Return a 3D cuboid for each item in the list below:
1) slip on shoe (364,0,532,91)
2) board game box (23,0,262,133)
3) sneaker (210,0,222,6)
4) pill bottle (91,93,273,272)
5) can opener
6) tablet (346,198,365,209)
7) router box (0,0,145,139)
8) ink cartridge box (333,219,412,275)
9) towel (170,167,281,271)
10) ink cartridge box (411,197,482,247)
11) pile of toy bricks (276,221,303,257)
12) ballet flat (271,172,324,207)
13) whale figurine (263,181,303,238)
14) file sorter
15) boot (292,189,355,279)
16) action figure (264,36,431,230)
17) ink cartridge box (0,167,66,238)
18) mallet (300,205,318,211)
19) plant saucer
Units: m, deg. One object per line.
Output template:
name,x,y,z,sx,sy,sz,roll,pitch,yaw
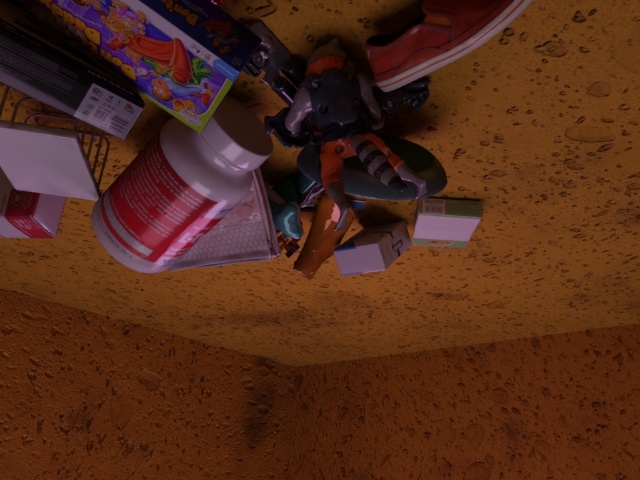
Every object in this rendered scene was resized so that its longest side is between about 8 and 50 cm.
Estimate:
slip on shoe,0.209,-0.355,1.026,0.331,0.123,0.101,-21,114,37
board game box,-0.290,-0.341,1.011,0.347,0.078,0.233,34,154,-13
sneaker,-0.165,-0.392,1.028,0.128,0.087,0.221,8,158,-5
pill bottle,-0.299,-0.125,1.393,0.229,0.229,0.408,25,127,-40
can opener,-0.079,-0.320,1.236,0.095,0.076,0.283,28,175,37
tablet,0.081,-0.103,1.782,0.083,0.006,0.054,6,158,-2
router box,-0.474,-0.315,1.080,0.309,0.243,0.081,24,109,-41
ink cartridge box,0.153,0.020,1.829,0.148,0.085,0.203,-11,-166,33
towel,-0.282,-0.086,1.564,0.332,0.316,0.053,-8,-165,25
ink cartridge box,0.351,-0.046,1.807,0.171,0.056,0.235,4,161,3
pile of toy bricks,-0.097,-0.022,1.851,0.118,0.105,0.212,47,164,1
ballet flat,-0.036,-0.130,1.633,0.096,0.095,0.280,2,162,-35
whale figurine,-0.170,-0.068,1.615,0.272,0.141,0.216,22,135,34
file sorter,-0.579,-0.232,1.372,0.193,0.173,0.277,7,157,-6
boot,-0.001,0.000,1.764,0.104,0.211,0.295,32,166,14
action figure,0.087,-0.220,1.152,0.341,0.330,0.178,-24,171,-12
ink cartridge box,-0.805,-0.129,1.593,0.306,0.226,0.131,1,157,7
mallet,-0.098,-0.097,1.803,0.190,0.062,0.039,-8,160,-9
plant saucer,0.110,-0.169,1.327,0.318,0.317,0.043,6,117,-3
